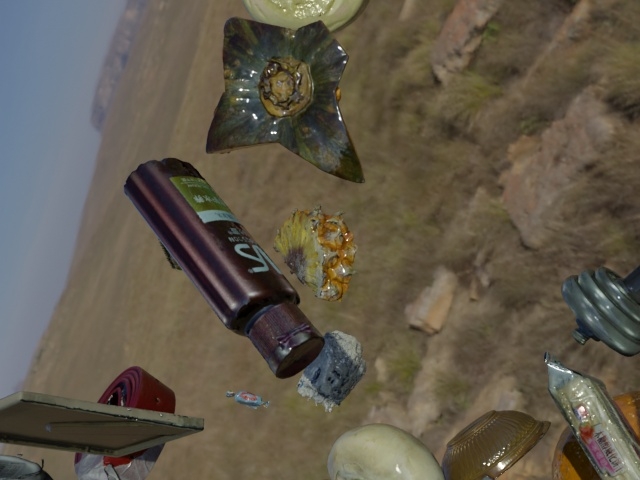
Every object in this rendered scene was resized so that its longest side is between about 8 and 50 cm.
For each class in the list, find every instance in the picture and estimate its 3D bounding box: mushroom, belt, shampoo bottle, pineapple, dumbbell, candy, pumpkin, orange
[{"bbox_3d":[0.112,0.468,1.666,0.202,0.246,0.246,-30,-15,-37],"label":"mushroom"},{"bbox_3d":[-0.446,0.441,2.001,0.227,0.115,0.324,-37,26,28],"label":"belt"},{"bbox_3d":[-0.117,0.028,1.098,0.084,0.129,0.323,-51,61,19],"label":"shampoo bottle"},{"bbox_3d":[-0.001,0.000,1.495,0.233,0.079,0.135,42,123,57],"label":"pineapple"},{"bbox_3d":[0.572,0.032,1.464,0.406,0.179,0.179,-49,23,21],"label":"dumbbell"},{"bbox_3d":[-0.136,0.296,1.633,0.030,0.083,0.020,122,163,-50],"label":"candy"},{"bbox_3d":[-0.051,-0.245,1.496,0.095,0.290,0.258,2,-83,-73],"label":"pumpkin"},{"bbox_3d":[0.632,0.460,1.777,0.340,0.340,0.293,-60,36,39],"label":"orange"}]

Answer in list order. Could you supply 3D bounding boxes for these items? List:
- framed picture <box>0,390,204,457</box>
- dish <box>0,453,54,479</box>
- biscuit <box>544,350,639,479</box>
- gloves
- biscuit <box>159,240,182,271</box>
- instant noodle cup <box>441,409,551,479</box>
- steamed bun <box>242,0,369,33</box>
[{"bbox_3d":[-0.390,0.298,1.399,0.247,0.335,0.022,-25,58,37],"label":"framed picture"},{"bbox_3d":[-0.428,0.331,1.165,0.229,0.229,0.081,-161,79,-75],"label":"dish"},{"bbox_3d":[0.487,0.335,1.497,0.079,0.186,0.309,-37,53,18],"label":"biscuit"},{"bbox_3d":[0.028,0.255,1.719,0.153,0.114,0.070,-59,2,-2],"label":"gloves"},{"bbox_3d":[-0.197,0.027,1.479,0.203,0.144,0.016,90,-170,-71],"label":"biscuit"},{"bbox_3d":[0.326,0.411,1.758,0.274,0.091,0.274,-36,-9,-7],"label":"instant noodle cup"},{"bbox_3d":[-0.022,-0.494,1.796,0.232,0.273,0.166,-75,-11,-76],"label":"steamed bun"}]
